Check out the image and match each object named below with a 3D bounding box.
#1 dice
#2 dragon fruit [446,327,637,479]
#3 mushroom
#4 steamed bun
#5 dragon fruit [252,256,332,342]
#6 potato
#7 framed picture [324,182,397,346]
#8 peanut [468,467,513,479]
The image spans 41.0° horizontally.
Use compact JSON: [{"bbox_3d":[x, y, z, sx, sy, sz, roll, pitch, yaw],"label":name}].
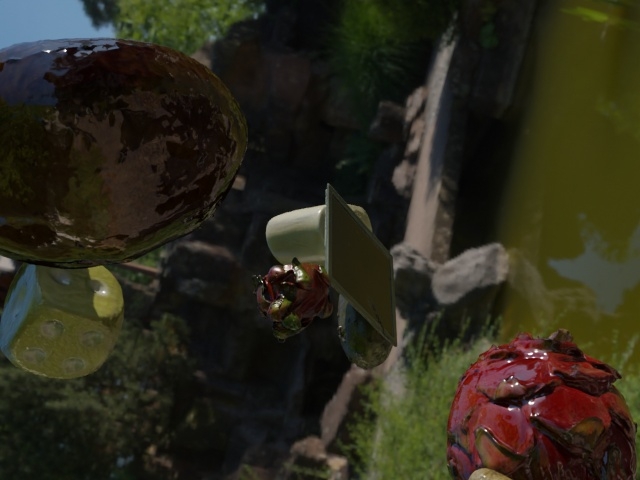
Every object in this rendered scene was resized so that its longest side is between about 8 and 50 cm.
[{"bbox_3d":[-0.460,0.132,1.522,0.166,0.169,0.169,-50,36,26],"label":"dice"},{"bbox_3d":[0.321,0.292,1.243,0.277,0.277,0.342,107,175,-56],"label":"dragon fruit"},{"bbox_3d":[-0.242,-0.130,0.972,0.334,0.331,0.356,86,-167,-59],"label":"mushroom"},{"bbox_3d":[0.000,0.000,2.028,0.250,0.200,0.155,1,-99,-57],"label":"steamed bun"},{"bbox_3d":[-0.049,0.097,1.346,0.175,0.142,0.138,-81,17,-55],"label":"dragon fruit"},{"bbox_3d":[0.109,0.196,2.202,0.298,0.141,0.176,-98,7,-50],"label":"potato"},{"bbox_3d":[0.079,0.055,1.721,0.296,0.019,0.232,47,-146,-44],"label":"framed picture"},{"bbox_3d":[0.187,0.271,0.848,0.113,0.054,0.054,50,134,47],"label":"peanut"}]
